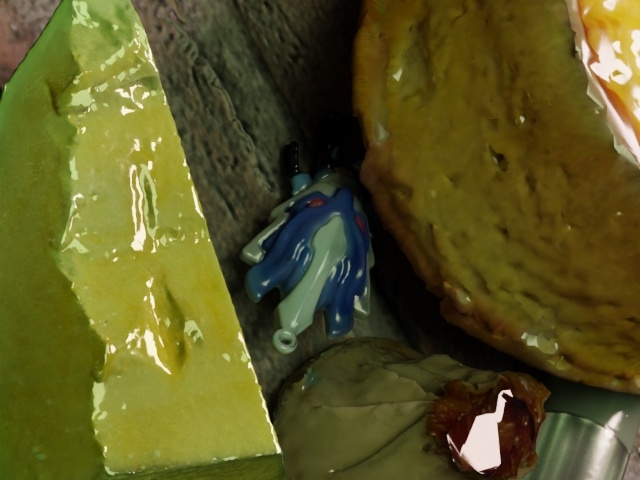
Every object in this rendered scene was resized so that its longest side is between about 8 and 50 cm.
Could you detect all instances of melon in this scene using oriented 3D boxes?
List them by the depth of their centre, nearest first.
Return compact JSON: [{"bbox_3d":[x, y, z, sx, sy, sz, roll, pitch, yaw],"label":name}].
[{"bbox_3d":[-0.120,0.011,1.022,0.196,0.124,0.323,-1,74,-40],"label":"melon"}]

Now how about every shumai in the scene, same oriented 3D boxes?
[{"bbox_3d":[0.067,0.148,1.115,0.201,0.120,0.201,11,66,-26],"label":"shumai"}]

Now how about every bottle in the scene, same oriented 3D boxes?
[{"bbox_3d":[0.159,0.190,1.219,0.096,0.079,0.253,23,61,6],"label":"bottle"}]

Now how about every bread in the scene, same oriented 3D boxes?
[{"bbox_3d":[0.203,-0.080,1.215,0.398,0.215,0.398,23,53,-34],"label":"bread"}]

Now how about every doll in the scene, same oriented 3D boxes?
[{"bbox_3d":[0.000,0.000,1.153,0.096,0.070,0.195,27,52,-10],"label":"doll"}]
